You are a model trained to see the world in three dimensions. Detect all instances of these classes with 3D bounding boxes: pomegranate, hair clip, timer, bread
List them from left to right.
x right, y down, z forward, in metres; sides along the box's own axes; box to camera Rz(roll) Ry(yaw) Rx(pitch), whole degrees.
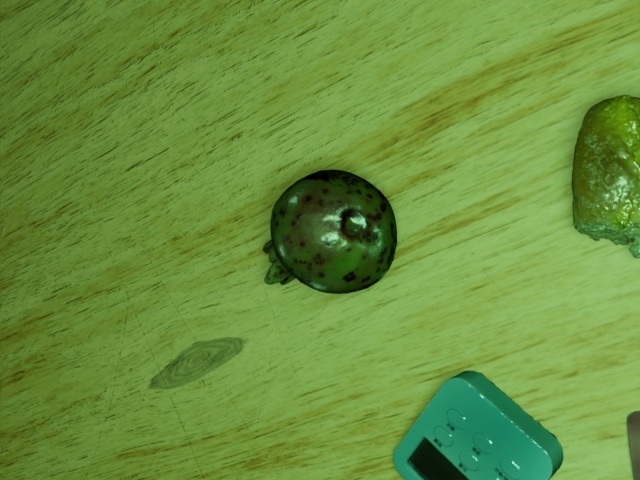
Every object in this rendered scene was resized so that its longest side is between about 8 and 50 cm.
[{"bbox_3d":[0.016,0.008,1.318,0.242,0.242,0.306,56,151,19],"label":"pomegranate"},{"bbox_3d":[0.262,0.386,1.216,0.232,0.091,0.250,40,109,24],"label":"timer"},{"bbox_3d":[0.493,-0.096,1.068,0.195,0.176,0.247,6,89,29],"label":"bread"},{"bbox_3d":[0.525,0.342,1.113,0.054,0.022,0.137,-8,83,31],"label":"hair clip"}]
